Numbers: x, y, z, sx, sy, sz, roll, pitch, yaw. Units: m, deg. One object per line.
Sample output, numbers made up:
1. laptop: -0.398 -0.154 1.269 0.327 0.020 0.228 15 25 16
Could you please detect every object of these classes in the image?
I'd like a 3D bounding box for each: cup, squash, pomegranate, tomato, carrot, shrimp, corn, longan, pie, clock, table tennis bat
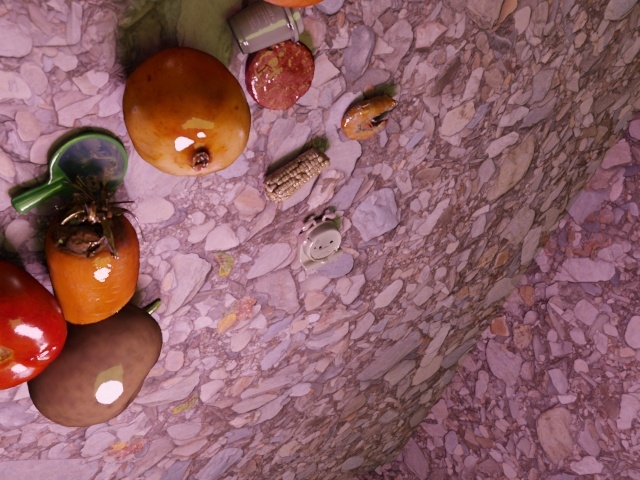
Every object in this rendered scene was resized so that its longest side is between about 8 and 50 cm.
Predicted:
1. cup: -0.117 -0.455 1.162 0.141 0.120 0.120 -28 141 -5
2. squash: -0.485 0.199 1.557 0.089 0.027 0.027 -33 142 -12
3. pomegranate: -0.266 -0.247 1.121 0.264 0.264 0.265 -23 139 -22
4. tomato: -0.702 0.174 1.178 0.298 0.226 0.299 -19 141 -16
5. carrot: -0.495 0.029 1.218 0.214 0.193 0.331 -5 137 -18
6. shrimp: 0.138 -0.347 1.549 0.187 0.052 0.132 -26 153 -8
7. corn: -0.063 -0.183 1.500 0.210 0.087 0.087 -38 143 -8
8. longan: -0.565 0.307 1.400 0.350 0.288 0.288 -47 143 -2
9. pie: -0.092 -0.391 1.296 0.182 0.050 0.183 -22 137 -22
10. clock: 0.000 0.000 1.751 0.151 0.062 0.191 -24 139 -22
11. table tennis bat: -0.533 -0.134 1.179 0.257 0.039 0.161 -33 143 -14

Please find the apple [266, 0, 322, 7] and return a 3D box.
1. apple: -0.061 -0.573 0.994 0.285 0.233 0.286 -20 134 -22
